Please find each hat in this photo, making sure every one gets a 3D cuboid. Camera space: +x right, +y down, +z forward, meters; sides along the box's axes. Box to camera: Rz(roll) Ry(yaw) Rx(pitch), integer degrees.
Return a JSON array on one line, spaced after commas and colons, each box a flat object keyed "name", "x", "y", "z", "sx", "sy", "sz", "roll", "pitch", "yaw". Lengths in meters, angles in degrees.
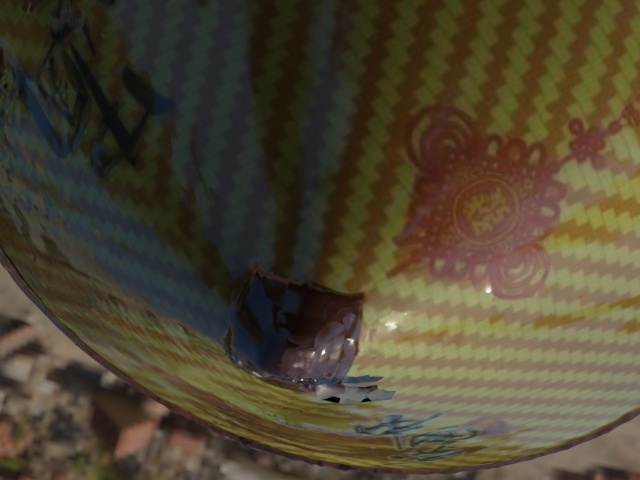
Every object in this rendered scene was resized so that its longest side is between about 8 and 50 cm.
[{"name": "hat", "x": 0.000, "y": 0.000, "z": 0.379, "sx": 0.193, "sy": 0.082, "sz": 0.193, "roll": 7, "pitch": 127, "yaw": 10}]
